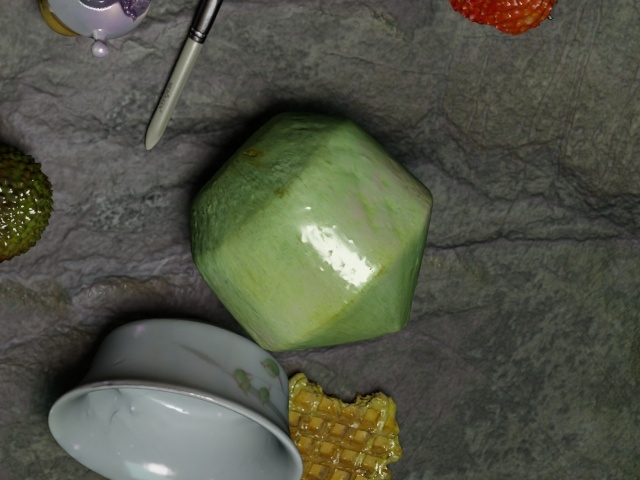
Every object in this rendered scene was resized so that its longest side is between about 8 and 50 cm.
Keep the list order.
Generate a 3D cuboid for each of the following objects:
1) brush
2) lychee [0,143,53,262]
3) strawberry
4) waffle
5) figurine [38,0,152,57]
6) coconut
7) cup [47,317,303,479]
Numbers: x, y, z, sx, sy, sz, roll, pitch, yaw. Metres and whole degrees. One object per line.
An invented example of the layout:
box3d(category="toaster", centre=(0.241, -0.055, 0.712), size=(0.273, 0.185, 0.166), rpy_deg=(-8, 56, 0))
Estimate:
box3d(category="brush", centre=(-0.164, -0.247, 1.720), size=(0.039, 0.042, 0.299), rpy_deg=(15, 114, -27))
box3d(category="lychee", centre=(-0.403, -0.048, 1.656), size=(0.171, 0.171, 0.171), rpy_deg=(-8, 118, -16))
box3d(category="strawberry", centre=(0.237, -0.363, 1.758), size=(0.236, 0.106, 0.175), rpy_deg=(16, 109, -25))
box3d(category="waffle", centre=(0.000, 0.312, 2.051), size=(0.291, 0.051, 0.291), rpy_deg=(-8, 117, -15))
box3d(category="figurine", centre=(-0.238, -0.363, 1.583), size=(0.194, 0.133, 0.274), rpy_deg=(38, 85, -43))
box3d(category="coconut", centre=(0.000, 0.000, 1.759), size=(0.329, 0.281, 0.328), rpy_deg=(4, 79, -19))
box3d(category="cup", centre=(-0.180, 0.215, 1.824), size=(0.347, 0.163, 0.347), rpy_deg=(9, 147, 6))
